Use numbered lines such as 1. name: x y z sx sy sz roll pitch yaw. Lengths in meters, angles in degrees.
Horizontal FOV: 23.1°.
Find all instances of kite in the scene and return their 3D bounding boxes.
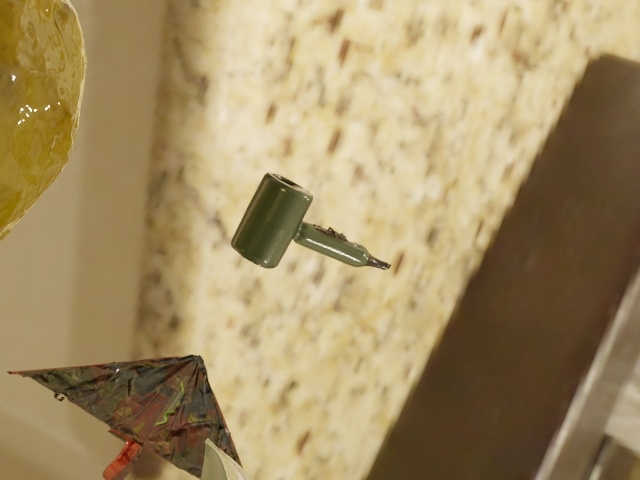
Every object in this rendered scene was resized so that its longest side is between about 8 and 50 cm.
1. kite: -0.140 0.143 1.263 0.189 0.232 0.009 -55 -177 39

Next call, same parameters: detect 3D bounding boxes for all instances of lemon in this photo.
1. lemon: -0.308 -0.090 1.050 0.316 0.285 0.285 -48 151 -6

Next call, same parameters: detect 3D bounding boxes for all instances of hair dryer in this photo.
1. hair dryer: 0.000 0.000 1.325 0.150 0.047 0.071 22 101 -33

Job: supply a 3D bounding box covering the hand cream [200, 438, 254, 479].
1. hand cream: -0.040 0.152 0.776 0.050 0.078 0.205 -44 -175 7
